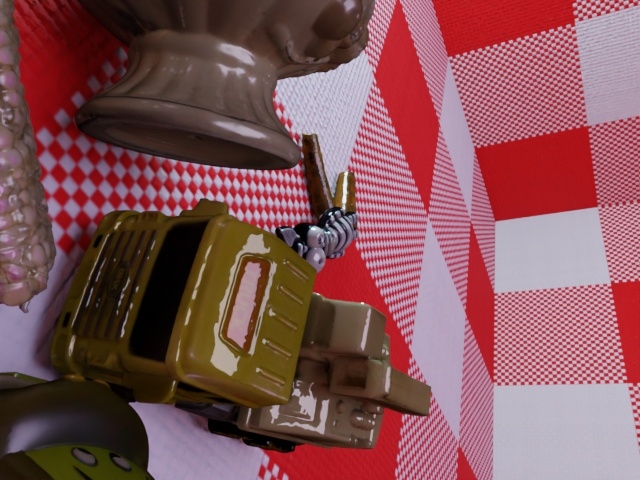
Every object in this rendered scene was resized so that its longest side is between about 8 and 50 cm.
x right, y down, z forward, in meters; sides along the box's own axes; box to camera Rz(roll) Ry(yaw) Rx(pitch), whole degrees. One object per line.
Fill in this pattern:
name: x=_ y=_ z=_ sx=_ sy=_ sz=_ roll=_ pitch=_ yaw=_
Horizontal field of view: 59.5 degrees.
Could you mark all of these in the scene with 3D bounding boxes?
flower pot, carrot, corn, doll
flower pot: x=-0.104 y=-0.203 z=0.553 sx=0.307 sy=0.308 sz=0.244 roll=10 pitch=90 yaw=-64
carrot: x=-0.003 y=-0.110 z=0.998 sx=0.042 sy=0.042 sz=0.170 roll=-28 pitch=108 yaw=-63
carrot: x=0.045 y=-0.068 z=1.083 sx=0.055 sy=0.055 sz=0.161 roll=56 pitch=28 yaw=-42
corn: x=-0.259 y=-0.104 z=0.378 sx=0.127 sy=0.127 sz=0.335 roll=-19 pitch=101 yaw=-64
doll: x=0.000 y=0.000 z=0.924 sx=0.219 sy=0.067 sz=0.091 roll=-23 pitch=120 yaw=-50

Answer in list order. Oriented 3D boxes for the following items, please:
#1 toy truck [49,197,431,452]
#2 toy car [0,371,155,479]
toy truck: x=-0.052 y=0.120 z=0.599 sx=0.405 sy=0.254 sz=0.180 roll=43 pitch=50 yaw=-49
toy car: x=-0.179 y=0.209 z=0.353 sx=0.204 sy=0.198 sz=0.247 roll=43 pitch=44 yaw=-52
